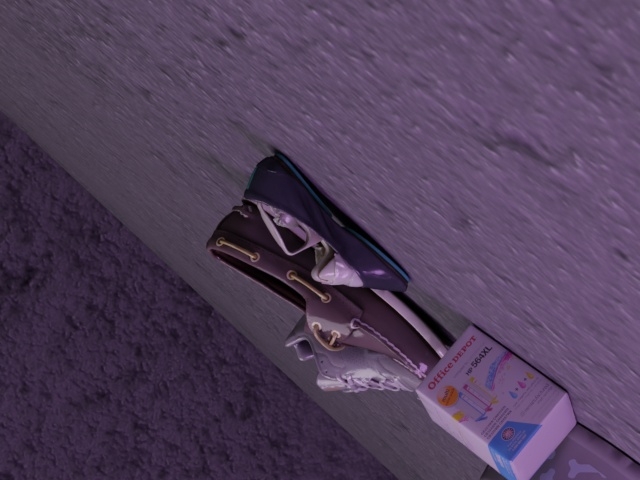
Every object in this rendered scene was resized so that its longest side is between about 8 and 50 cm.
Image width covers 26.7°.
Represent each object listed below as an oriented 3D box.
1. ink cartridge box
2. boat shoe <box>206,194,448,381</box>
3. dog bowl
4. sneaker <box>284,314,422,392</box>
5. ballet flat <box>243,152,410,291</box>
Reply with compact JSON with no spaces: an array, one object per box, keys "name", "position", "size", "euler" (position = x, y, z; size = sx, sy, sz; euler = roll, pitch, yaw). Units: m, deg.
[{"name":"ink cartridge box","position":[0.170,0.162,1.359],"size":[0.143,0.092,0.090],"euler":[36,168,29]},{"name":"boat shoe","position":[0.010,0.067,1.547],"size":[0.324,0.097,0.116],"euler":[39,169,17]},{"name":"dog bowl","position":[0.320,0.327,1.467],"size":[0.349,0.102,0.349],"euler":[41,170,9]},{"name":"sneaker","position":[0.063,0.153,1.641],"size":[0.262,0.121,0.099],"euler":[32,167,44]},{"name":"ballet flat","position":[0.000,0.000,1.387],"size":[0.203,0.074,0.074],"euler":[44,170,-10]}]
